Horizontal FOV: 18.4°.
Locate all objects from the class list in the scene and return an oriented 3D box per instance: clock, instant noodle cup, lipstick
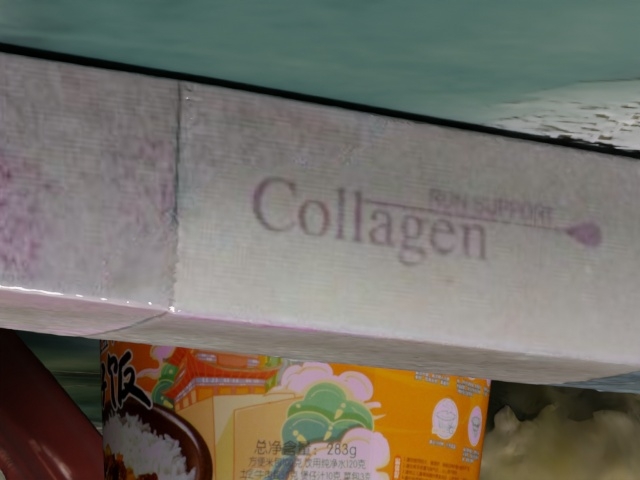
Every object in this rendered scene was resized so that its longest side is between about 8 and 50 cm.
[{"bbox_3d":[-0.105,0.172,0.948,0.080,0.318,0.318,-37,176,-12],"label":"clock"},{"bbox_3d":[-0.010,0.057,0.713,0.208,0.125,0.177,6,169,-20],"label":"instant noodle cup"},{"bbox_3d":[0.000,0.000,0.569,0.317,0.066,0.068,8,169,-28],"label":"lipstick"}]

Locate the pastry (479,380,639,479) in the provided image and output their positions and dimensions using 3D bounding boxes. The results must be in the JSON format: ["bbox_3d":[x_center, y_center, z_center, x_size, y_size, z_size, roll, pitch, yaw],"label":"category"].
[{"bbox_3d":[0.091,0.145,0.945,0.256,0.237,0.170,5,141,-3],"label":"pastry"}]
